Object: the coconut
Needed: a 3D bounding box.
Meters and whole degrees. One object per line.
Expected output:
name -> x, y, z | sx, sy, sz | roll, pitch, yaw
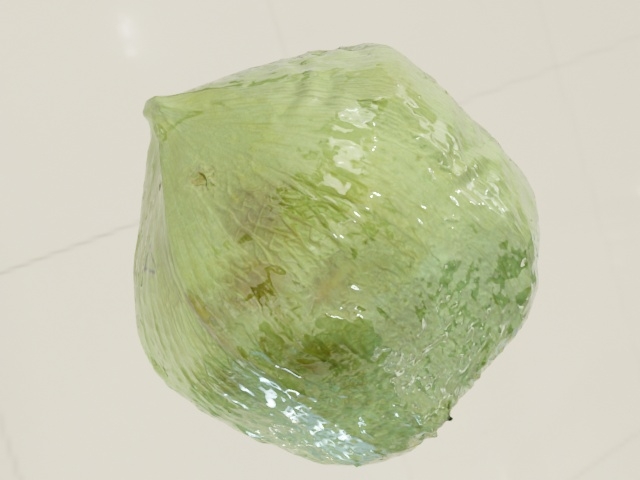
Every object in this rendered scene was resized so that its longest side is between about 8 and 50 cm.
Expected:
coconut -> 0.000, 0.000, 0.358 | 0.096, 0.088, 0.088 | 35, 57, -17
